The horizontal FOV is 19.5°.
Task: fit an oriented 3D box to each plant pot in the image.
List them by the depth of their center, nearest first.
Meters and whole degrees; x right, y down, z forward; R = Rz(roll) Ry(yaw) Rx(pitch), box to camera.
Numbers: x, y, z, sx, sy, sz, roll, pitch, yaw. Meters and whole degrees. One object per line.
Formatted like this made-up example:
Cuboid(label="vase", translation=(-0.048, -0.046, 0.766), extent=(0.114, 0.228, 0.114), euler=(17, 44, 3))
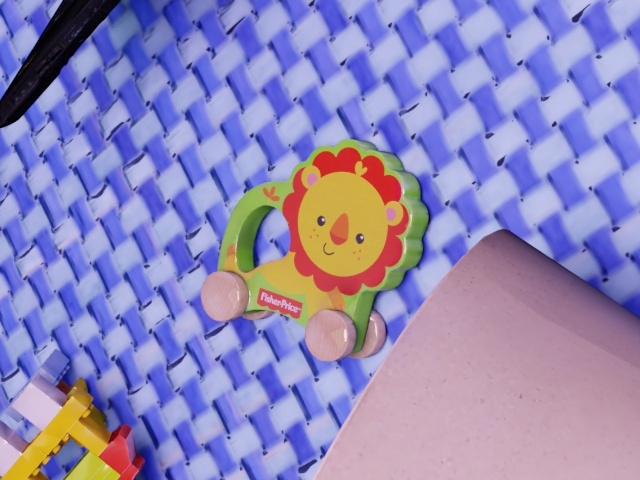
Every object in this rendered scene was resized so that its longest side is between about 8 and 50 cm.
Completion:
Cuboid(label="plant pot", translation=(0.128, 0.171, 0.641), extent=(0.274, 0.256, 0.257), euler=(27, 113, 14))

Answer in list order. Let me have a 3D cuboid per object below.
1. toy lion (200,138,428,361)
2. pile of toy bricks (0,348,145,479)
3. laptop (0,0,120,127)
Cuboid(label="toy lion", translation=(0.000, 0.000, 0.829), extent=(0.100, 0.034, 0.096), euler=(18, 100, 35))
Cuboid(label="pile of toy bricks", translation=(-0.154, 0.160, 0.936), extent=(0.105, 0.118, 0.212), euler=(40, 104, -5))
Cuboid(label="laptop", translation=(-0.088, -0.221, 0.796), extent=(0.136, 0.264, 0.234), euler=(37, 125, -14))
